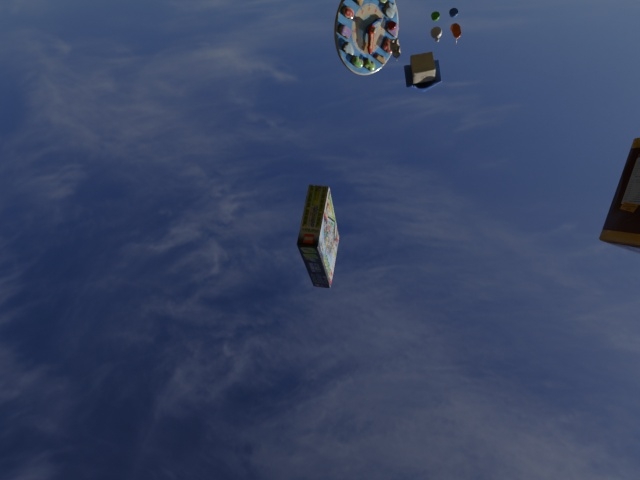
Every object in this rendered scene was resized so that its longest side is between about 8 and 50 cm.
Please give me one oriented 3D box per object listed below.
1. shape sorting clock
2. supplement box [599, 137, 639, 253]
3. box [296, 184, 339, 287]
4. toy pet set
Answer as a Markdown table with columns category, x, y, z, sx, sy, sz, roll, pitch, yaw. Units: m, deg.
| category | x | y | z | sx | sy | sz | roll | pitch | yaw |
| --- | --- | --- | --- | --- | --- | --- | --- | --- | --- |
| shape sorting clock | 0.114 | -0.498 | 1.127 | 0.206 | 0.206 | 0.040 | -33 | -138 | -30 |
| supplement box | 0.605 | -0.063 | 0.778 | 0.129 | 0.194 | 0.191 | 16 | -176 | -11 |
| box | 0.000 | 0.000 | 0.863 | 0.036 | 0.207 | 0.114 | 6 | -112 | 10 |
| toy pet set | 0.186 | -0.332 | 0.850 | 0.122 | 0.065 | 0.114 | -7 | -101 | 9 |
